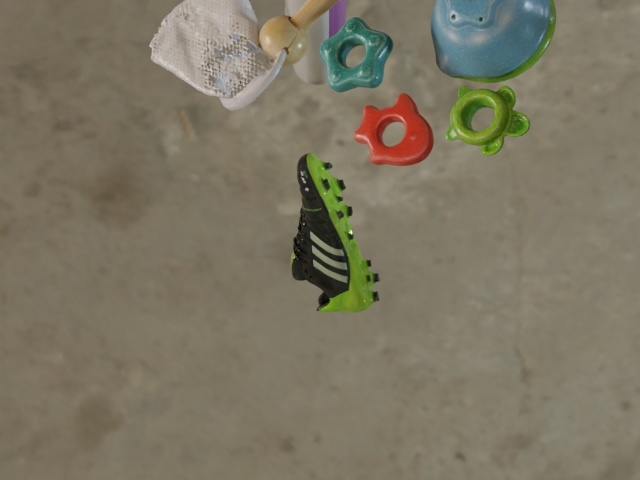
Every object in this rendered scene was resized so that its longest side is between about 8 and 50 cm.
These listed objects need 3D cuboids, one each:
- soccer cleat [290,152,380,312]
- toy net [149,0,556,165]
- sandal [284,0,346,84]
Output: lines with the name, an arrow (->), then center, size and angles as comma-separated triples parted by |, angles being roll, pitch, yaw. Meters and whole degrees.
soccer cleat -> 0.000, 0.000, 1.204 | 0.072, 0.060, 0.179 | -12, 125, 14
toy net -> 0.011, -0.096, 0.727 | 0.045, 0.232, 0.122 | 26, 67, -62
sandal -> 0.026, -0.274, 0.802 | 0.102, 0.169, 0.416 | 2, 130, 1
